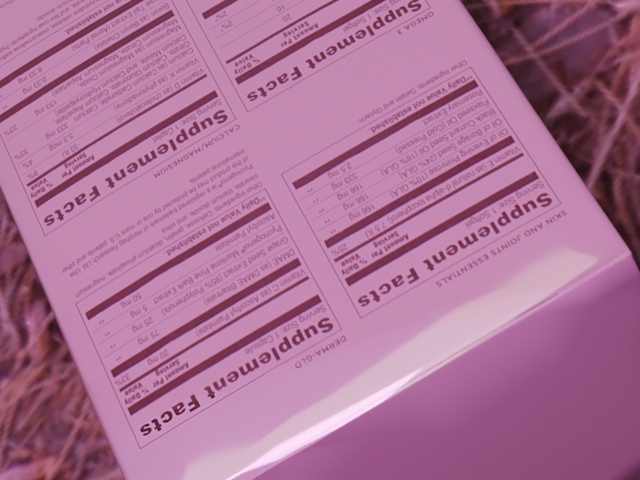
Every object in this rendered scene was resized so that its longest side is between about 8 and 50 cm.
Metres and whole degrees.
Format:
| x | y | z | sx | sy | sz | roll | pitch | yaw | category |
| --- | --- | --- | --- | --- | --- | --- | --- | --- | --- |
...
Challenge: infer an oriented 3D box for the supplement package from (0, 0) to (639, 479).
| x | y | z | sx | sy | sz | roll | pitch | yaw | category |
| --- | --- | --- | --- | --- | --- | --- | --- | --- | --- |
| 0.000 | 0.000 | 0.777 | 0.198 | 0.199 | 0.263 | -30 | 57 | 2 | supplement package |
